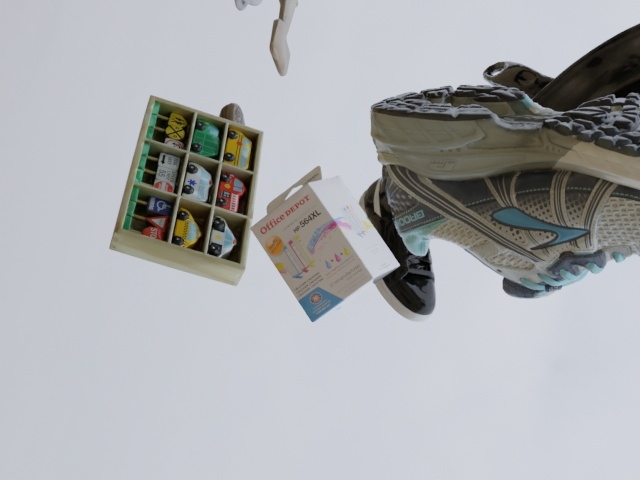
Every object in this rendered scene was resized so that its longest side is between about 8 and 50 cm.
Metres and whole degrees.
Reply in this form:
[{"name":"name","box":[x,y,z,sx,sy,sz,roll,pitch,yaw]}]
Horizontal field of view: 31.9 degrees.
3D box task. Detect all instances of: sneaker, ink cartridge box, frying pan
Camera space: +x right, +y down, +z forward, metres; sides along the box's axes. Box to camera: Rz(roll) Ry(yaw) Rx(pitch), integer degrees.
[{"name":"sneaker","box":[-0.145,-0.128,1.642,0.188,0.071,0.066,88,4,-54]},{"name":"ink cartridge box","box":[0.000,0.000,1.223,0.092,0.090,0.143,-37,-97,23]},{"name":"sneaker","box":[0.116,-0.013,1.450,0.121,0.079,0.217,-54,-137,42]},{"name":"frying pan","box":[0.198,-0.105,0.962,0.197,0.053,0.326,-48,-164,-21]},{"name":"sneaker","box":[0.159,-0.023,0.684,0.283,0.110,0.122,14,-61,41]}]

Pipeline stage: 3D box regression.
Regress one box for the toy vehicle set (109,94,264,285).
[{"name":"toy vehicle set","box":[-0.168,-0.070,1.454,0.267,0.166,0.035,-86,-163,-44]}]

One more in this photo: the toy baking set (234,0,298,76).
[{"name":"toy baking set","box":[-0.060,-0.261,0.934,0.197,0.030,0.256,-38,115,-75]}]
